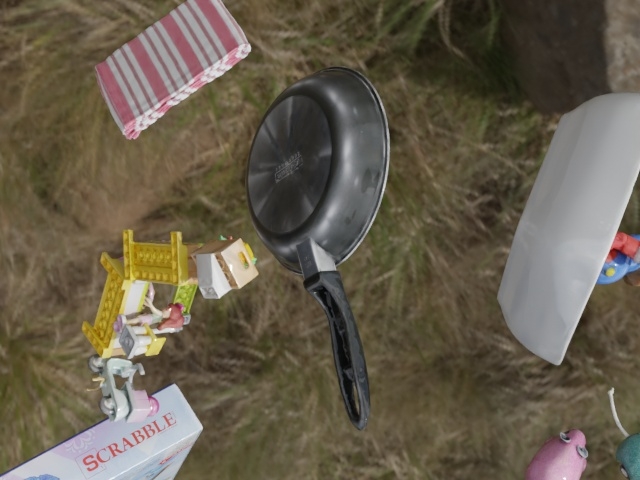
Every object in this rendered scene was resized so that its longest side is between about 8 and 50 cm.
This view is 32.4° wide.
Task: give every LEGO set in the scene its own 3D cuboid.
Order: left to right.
[{"bbox_3d":[-0.126,0.050,1.021,0.107,0.132,0.287,-4,149,-40],"label":"LEGO set"}]

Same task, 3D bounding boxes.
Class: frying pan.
[{"bbox_3d":[-0.018,-0.003,1.012,0.053,0.197,0.326,10,84,-37],"label":"frying pan"}]

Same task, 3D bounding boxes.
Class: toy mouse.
[{"bbox_3d":[0.217,0.177,0.835,0.161,0.143,0.031,13,160,6],"label":"toy mouse"}]

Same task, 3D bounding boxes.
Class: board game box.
[{"bbox_3d":[-0.306,0.305,1.246,0.318,0.066,0.318,-26,164,-26],"label":"board game box"}]

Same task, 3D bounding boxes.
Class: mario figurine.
[{"bbox_3d":[0.452,0.057,1.825,0.320,0.170,0.198,0,129,-30],"label":"mario figurine"}]

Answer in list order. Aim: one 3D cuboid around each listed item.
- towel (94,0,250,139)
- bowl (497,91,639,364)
[{"bbox_3d":[-0.191,-0.228,1.405,0.197,0.144,0.029,-34,141,4],"label":"towel"},{"bbox_3d":[0.149,-0.010,0.658,0.053,0.142,0.142,19,150,12],"label":"bowl"}]
